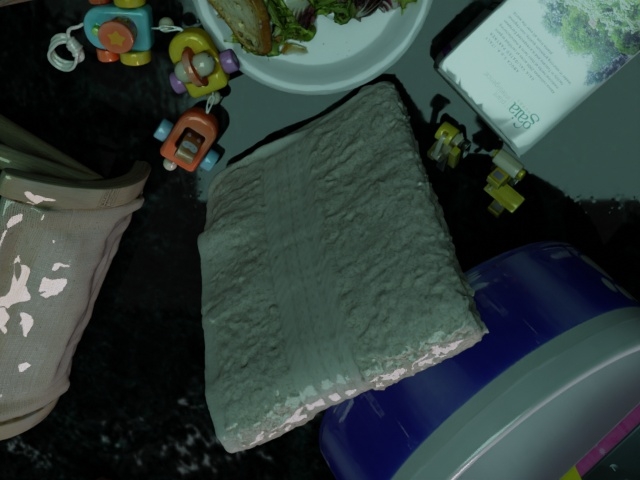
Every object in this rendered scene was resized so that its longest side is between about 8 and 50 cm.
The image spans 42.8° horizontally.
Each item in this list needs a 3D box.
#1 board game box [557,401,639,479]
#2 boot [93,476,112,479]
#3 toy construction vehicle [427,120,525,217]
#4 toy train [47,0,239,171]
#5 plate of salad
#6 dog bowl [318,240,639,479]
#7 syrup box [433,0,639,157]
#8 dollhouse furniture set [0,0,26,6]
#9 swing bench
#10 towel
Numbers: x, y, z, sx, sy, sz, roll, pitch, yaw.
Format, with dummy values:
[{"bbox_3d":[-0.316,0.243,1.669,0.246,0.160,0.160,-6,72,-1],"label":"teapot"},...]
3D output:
[{"bbox_3d":[0.291,0.241,0.612,0.303,0.097,0.224,-53,53,23],"label":"board game box"},{"bbox_3d":[-0.219,0.344,0.829,0.106,0.082,0.219,-18,108,9],"label":"boot"},{"bbox_3d":[0.125,-0.054,0.654,0.086,0.098,0.035,42,87,11],"label":"toy construction vehicle"},{"bbox_3d":[-0.138,-0.125,0.660,0.166,0.046,0.125,36,117,-18],"label":"toy train"},{"bbox_3d":[-0.009,-0.212,0.636,0.199,0.048,0.200,2,108,6],"label":"plate of salad"},{"bbox_3d":[0.134,0.129,0.623,0.265,0.265,0.104,-50,56,18],"label":"dog bowl"},{"bbox_3d":[0.200,-0.179,0.598,0.093,0.096,0.237,45,108,-7],"label":"syrup box"},{"bbox_3d":[-0.192,-0.301,0.554,0.161,0.212,0.242,2,113,46],"label":"dollhouse furniture set"},{"bbox_3d":[-0.313,0.015,0.684,0.254,0.165,0.253,25,109,-3],"label":"swing bench"},{"bbox_3d":[0.000,0.000,0.594,0.187,0.282,0.049,-28,130,14],"label":"towel"}]
